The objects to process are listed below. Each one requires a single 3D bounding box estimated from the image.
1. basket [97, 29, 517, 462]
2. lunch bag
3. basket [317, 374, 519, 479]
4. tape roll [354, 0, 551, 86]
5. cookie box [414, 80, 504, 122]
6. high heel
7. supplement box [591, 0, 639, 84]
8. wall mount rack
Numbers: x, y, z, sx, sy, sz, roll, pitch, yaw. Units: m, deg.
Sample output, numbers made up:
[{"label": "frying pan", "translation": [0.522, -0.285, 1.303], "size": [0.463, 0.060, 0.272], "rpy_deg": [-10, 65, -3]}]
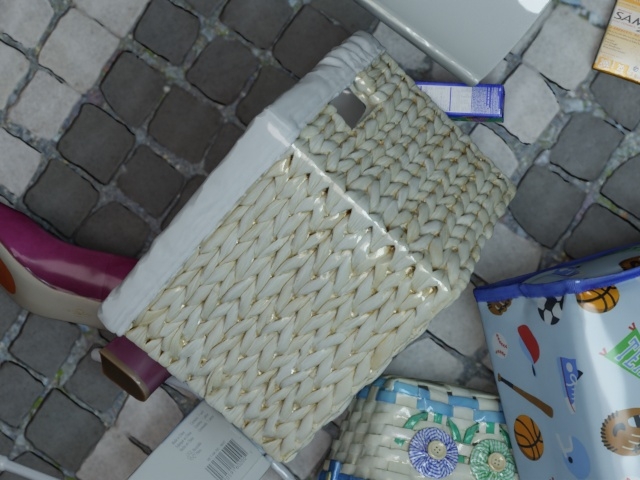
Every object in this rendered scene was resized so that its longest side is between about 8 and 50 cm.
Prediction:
[{"label": "basket", "translation": [0.000, 0.000, 1.437], "size": [0.266, 0.328, 0.331], "rpy_deg": [41, 120, 0]}, {"label": "lunch bag", "translation": [0.408, 0.152, 1.446], "size": [0.386, 0.239, 0.327], "rpy_deg": [-13, 92, -26]}, {"label": "basket", "translation": [0.113, 0.304, 1.515], "size": [0.255, 0.201, 0.288], "rpy_deg": [11, 86, -18]}, {"label": "tape roll", "translation": [0.171, -0.313, 1.448], "size": [0.169, 0.246, 0.246], "rpy_deg": [35, 99, -6]}, {"label": "cookie box", "translation": [0.160, -0.161, 1.551], "size": [0.107, 0.092, 0.040], "rpy_deg": [3, 91, 9]}, {"label": "high heel", "translation": [-0.283, 0.027, 1.656], "size": [0.377, 0.127, 0.181], "rpy_deg": [41, 62, 12]}, {"label": "supplement box", "translation": [0.360, -0.236, 1.541], "size": [0.062, 0.036, 0.098], "rpy_deg": [19, 97, 6]}, {"label": "wall mount rack", "translation": [-0.206, 0.269, 1.573], "size": [0.304, 0.350, 0.130], "rpy_deg": [43, 139, 1]}]
